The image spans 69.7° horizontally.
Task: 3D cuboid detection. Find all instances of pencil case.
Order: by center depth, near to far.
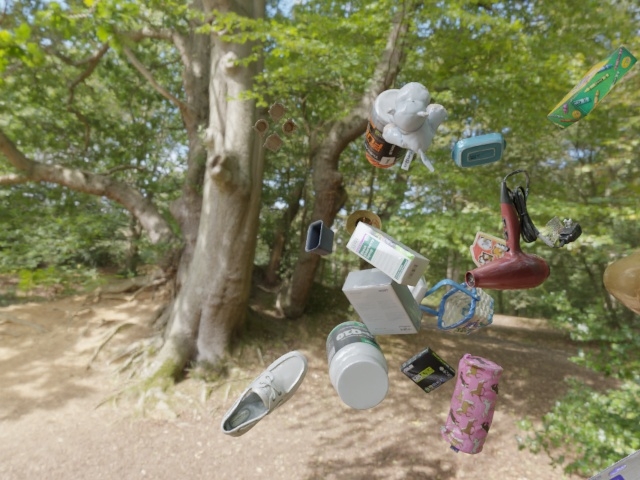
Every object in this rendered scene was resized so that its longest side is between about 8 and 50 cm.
[{"bbox_3d":[0.613,0.658,1.866,0.167,0.385,0.160,13,3,-27],"label":"pencil case"}]

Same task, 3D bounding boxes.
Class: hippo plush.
[{"bbox_3d":[0.311,-0.438,1.681,0.235,0.293,0.237,10,-13,31],"label":"hippo plush"}]

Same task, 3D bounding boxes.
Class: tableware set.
[{"bbox_3d":[-0.168,-0.425,1.731,0.141,0.168,0.020,45,-2,-35],"label":"tableware set"}]

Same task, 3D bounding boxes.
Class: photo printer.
[{"bbox_3d":[0.356,0.255,1.987,0.107,0.255,0.307,32,12,4],"label":"photo printer"}]

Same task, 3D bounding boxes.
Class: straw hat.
[{"bbox_3d":[0.179,-0.070,1.899,0.145,0.144,0.061,6,21,4],"label":"straw hat"}]

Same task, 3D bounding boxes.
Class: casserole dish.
[{"bbox_3d":[0.548,-0.303,1.581,0.189,0.036,0.114,-10,-48,7],"label":"casserole dish"}]

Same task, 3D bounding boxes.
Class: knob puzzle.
[{"bbox_3d":[0.796,0.063,2.151,0.214,0.212,0.030,6,-22,2],"label":"knob puzzle"}]

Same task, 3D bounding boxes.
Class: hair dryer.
[{"bbox_3d":[0.428,0.006,1.033,0.224,0.293,0.080,43,-16,0],"label":"hair dryer"}]

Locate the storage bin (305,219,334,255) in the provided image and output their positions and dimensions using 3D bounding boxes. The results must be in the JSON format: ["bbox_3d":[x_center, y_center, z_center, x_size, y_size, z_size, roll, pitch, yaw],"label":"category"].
[{"bbox_3d":[0.000,0.000,1.927,0.091,0.135,0.098,30,-35,-34],"label":"storage bin"}]

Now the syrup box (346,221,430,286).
[{"bbox_3d":[0.199,0.039,1.386,0.096,0.093,0.237,15,15,-48],"label":"syrup box"}]

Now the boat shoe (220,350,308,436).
[{"bbox_3d":[-0.139,0.396,1.178,0.098,0.277,0.096,43,-12,13],"label":"boat shoe"}]

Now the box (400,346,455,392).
[{"bbox_3d":[0.515,0.625,2.211,0.184,0.191,0.045,41,31,-7],"label":"box"}]

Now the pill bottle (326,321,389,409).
[{"bbox_3d":[0.129,0.438,1.643,0.205,0.203,0.361,6,8,-4],"label":"pill bottle"}]

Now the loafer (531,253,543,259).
[{"bbox_3d":[0.563,0.053,1.206,0.045,0.039,0.125,-6,4,31],"label":"loafer"}]

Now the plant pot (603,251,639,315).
[{"bbox_3d":[0.950,0.123,1.326,0.238,0.236,0.254,6,1,-2],"label":"plant pot"}]

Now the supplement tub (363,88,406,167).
[{"bbox_3d":[0.308,-0.481,2.036,0.208,0.206,0.338,6,-26,-2],"label":"supplement tub"}]

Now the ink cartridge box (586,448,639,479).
[{"bbox_3d":[0.914,0.719,1.371,0.208,0.206,0.045,50,11,-14],"label":"ink cartridge box"}]

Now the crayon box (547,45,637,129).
[{"bbox_3d":[0.974,-0.543,1.658,0.081,0.278,0.165,43,-4,2],"label":"crayon box"}]

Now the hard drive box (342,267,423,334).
[{"bbox_3d":[0.210,0.205,1.528,0.181,0.089,0.232,-11,-55,33],"label":"hard drive box"}]

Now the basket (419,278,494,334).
[{"bbox_3d":[0.586,0.279,1.990,0.289,0.200,0.254,28,-36,-8],"label":"basket"}]
